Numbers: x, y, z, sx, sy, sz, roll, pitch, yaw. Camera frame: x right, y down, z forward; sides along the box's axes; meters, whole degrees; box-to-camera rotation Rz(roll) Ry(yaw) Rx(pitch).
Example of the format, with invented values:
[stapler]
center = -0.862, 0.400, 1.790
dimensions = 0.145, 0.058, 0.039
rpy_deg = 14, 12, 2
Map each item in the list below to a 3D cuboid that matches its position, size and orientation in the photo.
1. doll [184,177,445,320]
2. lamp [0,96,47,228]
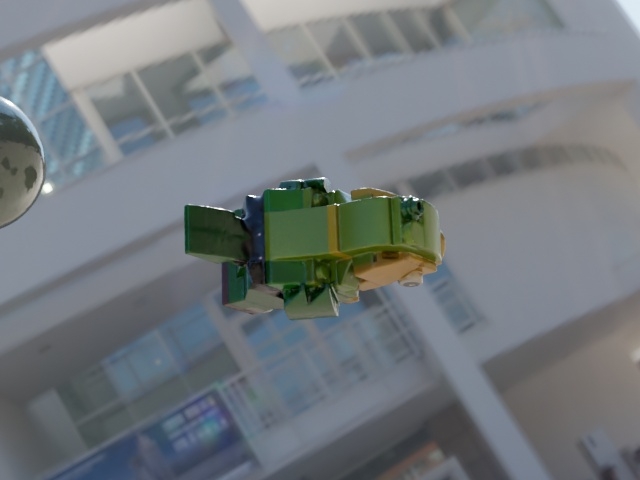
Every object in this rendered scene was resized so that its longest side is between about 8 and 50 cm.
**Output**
[doll]
center = 0.001, 0.003, 1.104
dimensions = 0.186, 0.106, 0.134
rpy_deg = -5, -20, 8
[lamp]
center = -0.249, -0.056, 1.031
dimensions = 0.105, 0.105, 0.105
rpy_deg = -30, -15, -9
